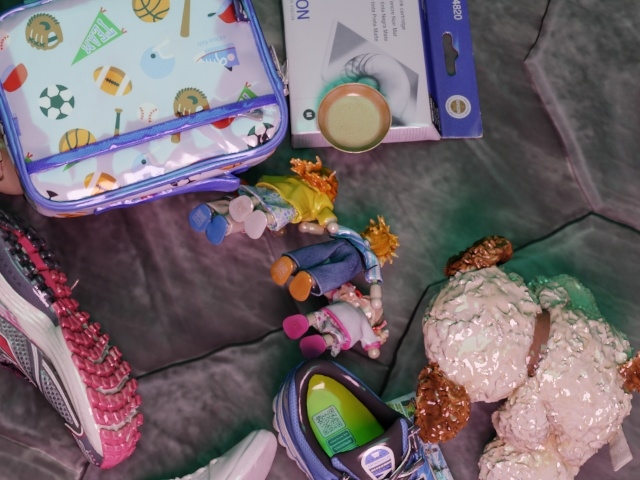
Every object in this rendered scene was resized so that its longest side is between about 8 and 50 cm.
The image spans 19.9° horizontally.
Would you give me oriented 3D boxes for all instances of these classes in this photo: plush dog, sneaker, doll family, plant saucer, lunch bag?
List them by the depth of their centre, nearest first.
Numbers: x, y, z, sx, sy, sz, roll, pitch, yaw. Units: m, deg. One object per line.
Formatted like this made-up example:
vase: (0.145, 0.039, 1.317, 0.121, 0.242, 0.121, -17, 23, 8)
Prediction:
sneaker: (0.060, 0.255, 1.829, 0.130, 0.147, 0.330, -35, 74, -12)
plush dog: (0.205, 0.118, 1.861, 0.225, 0.210, 0.262, 22, 69, -19)
sneaker: (-0.134, 0.267, 1.887, 0.094, 0.080, 0.212, 33, 71, 22)
lunch bag: (-0.184, -0.153, 1.888, 0.303, 0.115, 0.243, -17, 84, -10)
sneaker: (-0.293, 0.114, 1.925, 0.112, 0.121, 0.299, -38, 74, 14)
doll family: (0.000, 0.000, 1.954, 0.263, 0.118, 0.163, 50, 37, 14)
plant saucer: (0.037, -0.134, 2.032, 0.083, 0.015, 0.083, 1, 73, -2)

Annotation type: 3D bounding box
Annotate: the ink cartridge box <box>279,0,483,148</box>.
ink cartridge box: (0.069, -0.218, 2.097, 0.224, 0.045, 0.223, -4, 69, -5)

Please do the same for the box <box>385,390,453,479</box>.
box: (0.083, 0.239, 1.929, 0.094, 0.027, 0.137, -19, 71, -10)

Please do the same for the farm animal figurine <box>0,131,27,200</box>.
farm animal figurine: (-0.338, -0.196, 2.014, 0.330, 0.172, 0.326, 0, 81, -11)
